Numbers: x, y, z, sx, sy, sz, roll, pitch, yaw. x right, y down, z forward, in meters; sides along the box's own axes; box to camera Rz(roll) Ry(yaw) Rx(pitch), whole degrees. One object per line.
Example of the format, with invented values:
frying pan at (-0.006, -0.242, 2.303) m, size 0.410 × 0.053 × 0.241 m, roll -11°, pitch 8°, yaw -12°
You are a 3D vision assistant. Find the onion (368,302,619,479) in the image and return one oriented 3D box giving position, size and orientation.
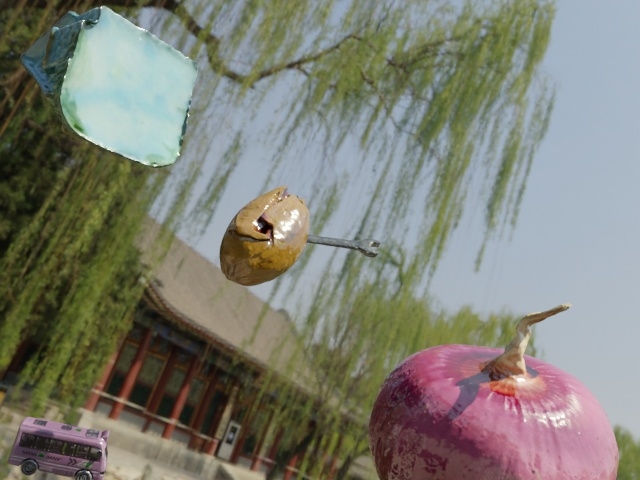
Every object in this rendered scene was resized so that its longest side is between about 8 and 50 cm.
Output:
onion at (0.253, 0.271, 1.057) m, size 0.358 × 0.345 × 0.358 m, roll 7°, pitch -11°, yaw 1°

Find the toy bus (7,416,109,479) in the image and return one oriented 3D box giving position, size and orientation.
toy bus at (-0.496, 0.402, 1.364) m, size 0.178 × 0.098 × 0.087 m, roll 16°, pitch -4°, yaw -13°

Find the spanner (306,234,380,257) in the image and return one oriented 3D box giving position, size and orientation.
spanner at (0.000, 0.000, 1.445) m, size 0.254 × 0.054 × 0.015 m, roll 8°, pitch -50°, yaw -9°

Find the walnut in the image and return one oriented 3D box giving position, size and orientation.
walnut at (-0.094, -0.006, 1.267) m, size 0.137 × 0.245 × 0.137 m, roll 17°, pitch -52°, yaw 23°

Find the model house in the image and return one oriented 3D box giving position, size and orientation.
model house at (-0.402, -0.259, 1.254) m, size 0.241 × 0.226 × 0.261 m, roll 6°, pitch -11°, yaw 36°
